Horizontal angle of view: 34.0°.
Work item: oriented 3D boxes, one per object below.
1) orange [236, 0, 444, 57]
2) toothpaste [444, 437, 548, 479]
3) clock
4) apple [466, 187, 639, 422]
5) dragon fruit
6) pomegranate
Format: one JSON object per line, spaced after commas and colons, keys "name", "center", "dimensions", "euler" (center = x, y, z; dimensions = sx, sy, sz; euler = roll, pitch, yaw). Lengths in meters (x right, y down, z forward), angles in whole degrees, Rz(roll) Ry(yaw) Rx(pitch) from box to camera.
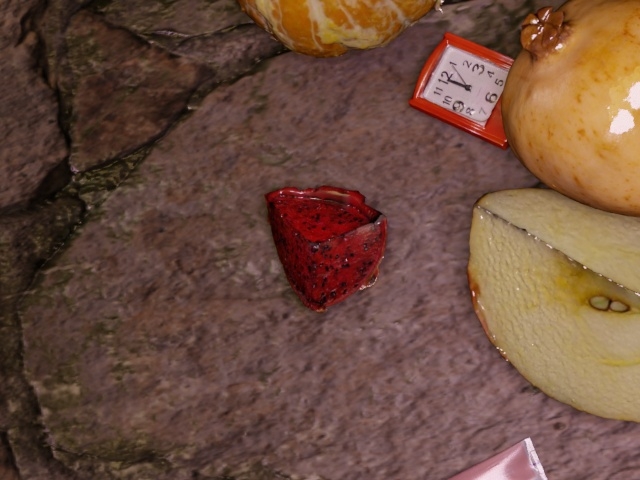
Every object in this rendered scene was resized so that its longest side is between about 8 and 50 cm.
{"name": "orange", "center": [0.026, -0.404, 1.382], "dimensions": [0.329, 0.249, 0.329], "euler": [-5, 76, 22]}
{"name": "toothpaste", "center": [0.192, 0.321, 1.348], "dimensions": [0.195, 0.043, 0.067], "euler": [-23, 75, 6]}
{"name": "clock", "center": [0.208, -0.199, 1.402], "dimensions": [0.155, 0.061, 0.113], "euler": [29, 91, 21]}
{"name": "apple", "center": [0.337, 0.068, 1.268], "dimensions": [0.346, 0.179, 0.254], "euler": [28, 78, 19]}
{"name": "dragon fruit", "center": [0.002, 0.000, 1.429], "dimensions": [0.161, 0.121, 0.127], "euler": [44, 139, 41]}
{"name": "pomegranate", "center": [0.368, -0.163, 1.238], "dimensions": [0.308, 0.307, 0.307], "euler": [-2, 82, 15]}
